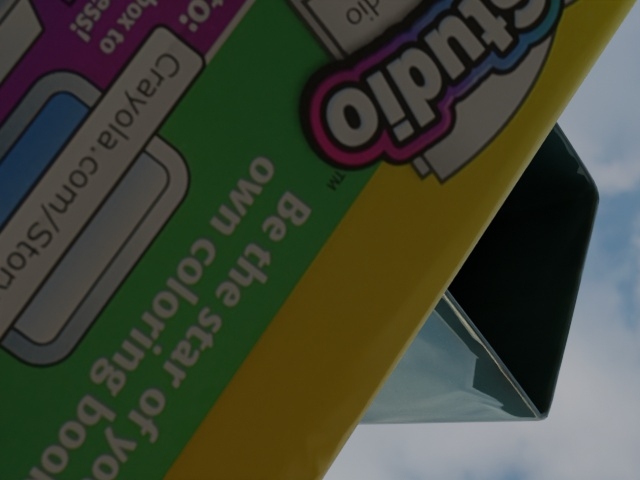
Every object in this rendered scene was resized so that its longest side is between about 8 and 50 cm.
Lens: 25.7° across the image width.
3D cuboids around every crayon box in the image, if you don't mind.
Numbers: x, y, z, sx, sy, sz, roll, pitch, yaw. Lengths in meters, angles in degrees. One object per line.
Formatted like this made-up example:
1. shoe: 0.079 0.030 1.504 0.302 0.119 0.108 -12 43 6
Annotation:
1. crayon box: -0.091 -0.088 0.376 0.313 0.106 0.363 39 -104 -16

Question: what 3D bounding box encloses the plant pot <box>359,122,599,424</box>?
1. plant pot: 0.000 0.000 0.768 0.234 0.165 0.165 -14 -140 35
